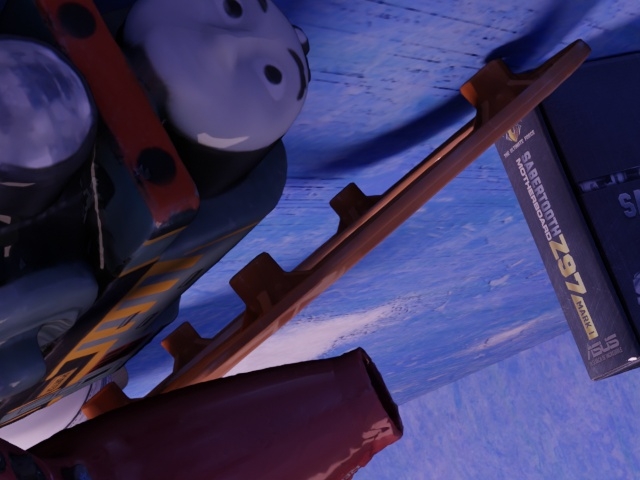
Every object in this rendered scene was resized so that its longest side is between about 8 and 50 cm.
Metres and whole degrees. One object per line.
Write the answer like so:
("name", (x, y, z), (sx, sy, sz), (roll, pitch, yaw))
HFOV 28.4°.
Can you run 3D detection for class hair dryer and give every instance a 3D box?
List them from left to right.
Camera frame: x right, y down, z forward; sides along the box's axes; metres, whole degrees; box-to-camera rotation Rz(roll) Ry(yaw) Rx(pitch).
("hair dryer", (-0.099, 0.097, 0.417), (0.293, 0.080, 0.223), (-14, 163, -30))

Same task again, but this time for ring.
("ring", (0.000, 0.000, 0.661), (0.336, 0.032, 0.336), (-40, -178, 1))

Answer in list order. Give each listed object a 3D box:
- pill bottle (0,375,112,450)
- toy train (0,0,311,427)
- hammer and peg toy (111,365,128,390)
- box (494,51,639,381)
("pill bottle", (-0.189, 0.080, 0.773), (0.108, 0.108, 0.180), (-19, 166, -8))
("toy train", (-0.129, 0.003, 0.527), (0.190, 0.142, 0.334), (-26, 170, -35))
("hammer and peg toy", (-0.229, 0.270, 1.149), (0.127, 0.266, 0.361), (-33, 177, -40))
("box", (0.238, -0.030, 0.798), (0.233, 0.183, 0.059), (-12, 164, -28))
